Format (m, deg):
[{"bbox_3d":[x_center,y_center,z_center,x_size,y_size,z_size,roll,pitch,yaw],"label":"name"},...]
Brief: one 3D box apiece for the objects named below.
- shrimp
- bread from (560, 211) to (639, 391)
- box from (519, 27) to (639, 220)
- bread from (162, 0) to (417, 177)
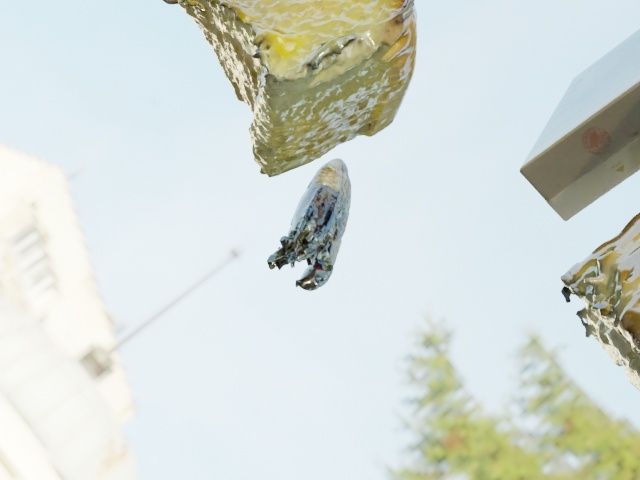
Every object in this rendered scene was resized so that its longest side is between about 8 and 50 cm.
[{"bbox_3d":[0.000,0.000,1.455,0.034,0.161,0.091,3,-66,17],"label":"shrimp"},{"bbox_3d":[0.301,0.027,1.285,0.111,0.246,0.239,55,-2,-25],"label":"bread"},{"bbox_3d":[0.245,-0.109,1.542,0.141,0.201,0.058,-37,-81,30],"label":"box"},{"bbox_3d":[-0.018,-0.149,1.261,0.160,0.140,0.169,61,-13,12],"label":"bread"}]
